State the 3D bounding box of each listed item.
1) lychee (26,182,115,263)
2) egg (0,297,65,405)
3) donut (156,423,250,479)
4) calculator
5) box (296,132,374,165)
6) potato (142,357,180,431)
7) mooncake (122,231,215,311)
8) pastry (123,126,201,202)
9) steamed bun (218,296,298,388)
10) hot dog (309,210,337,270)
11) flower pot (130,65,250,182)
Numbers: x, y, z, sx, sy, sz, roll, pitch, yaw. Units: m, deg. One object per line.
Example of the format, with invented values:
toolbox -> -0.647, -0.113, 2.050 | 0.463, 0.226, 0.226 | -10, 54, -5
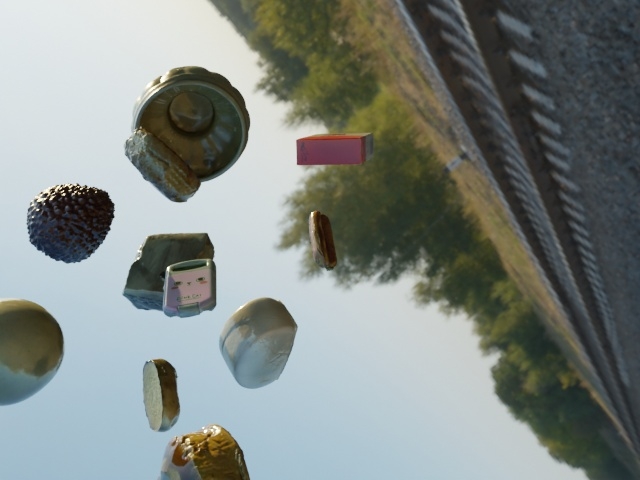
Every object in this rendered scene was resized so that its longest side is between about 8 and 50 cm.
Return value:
lychee -> -0.734, -0.063, 2.373 | 0.271, 0.271, 0.271 | 49, -172, -9
egg -> -0.647, 0.227, 1.630 | 0.219, 0.269, 0.219 | 40, -136, -54
donut -> -0.232, 0.534, 1.566 | 0.330, 0.159, 0.330 | 174, 90, -66
calculator -> -0.343, 0.124, 2.101 | 0.246, 0.141, 0.045 | -101, 2, -58
box -> 0.026, -0.143, 1.242 | 0.152, 0.100, 0.048 | -49, -45, -74
potato -> -0.428, 0.423, 2.189 | 0.081, 0.164, 0.201 | 0, -105, -31
mooncake -> -0.452, 0.097, 2.415 | 0.136, 0.254, 0.250 | 72, -153, -55
pastry -> -0.375, -0.173, 1.856 | 0.182, 0.093, 0.192 | 39, 173, 43
steamed bun -> -0.179, 0.279, 2.158 | 0.164, 0.242, 0.146 | -5, -139, -33
hot dog -> 0.000, 0.000, 1.338 | 0.049, 0.037, 0.122 | 36, -147, -41
flower pot -> -0.335, -0.315, 2.080 | 0.307, 0.307, 0.244 | 47, -167, -26
